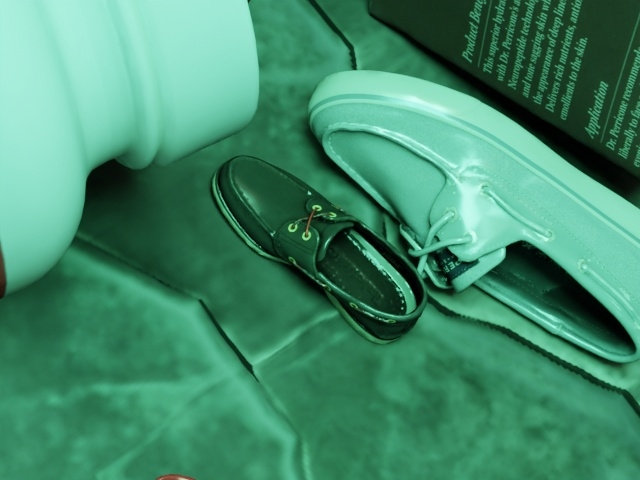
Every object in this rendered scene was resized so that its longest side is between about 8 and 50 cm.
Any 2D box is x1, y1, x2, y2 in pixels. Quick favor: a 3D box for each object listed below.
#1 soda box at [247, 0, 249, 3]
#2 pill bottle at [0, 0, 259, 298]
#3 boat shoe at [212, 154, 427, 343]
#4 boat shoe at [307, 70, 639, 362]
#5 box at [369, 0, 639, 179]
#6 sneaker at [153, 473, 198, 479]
[{"bbox_3d":[-0.165,-0.172,0.878,0.263,0.083,0.092,38,61,-1],"label":"soda box"},{"bbox_3d":[-0.243,-0.050,0.683,0.408,0.229,0.229,-23,77,-17],"label":"pill bottle"},{"bbox_3d":[0.001,-0.001,0.888,0.133,0.042,0.049,41,63,3],"label":"boat shoe"},{"bbox_3d":[0.089,-0.009,0.900,0.227,0.079,0.081,29,57,-10],"label":"boat shoe"},{"bbox_3d":[0.159,-0.174,0.919,0.203,0.168,0.167,35,59,18],"label":"box"},{"bbox_3d":[-0.105,0.178,0.760,0.221,0.087,0.128,1,58,-32],"label":"sneaker"}]
